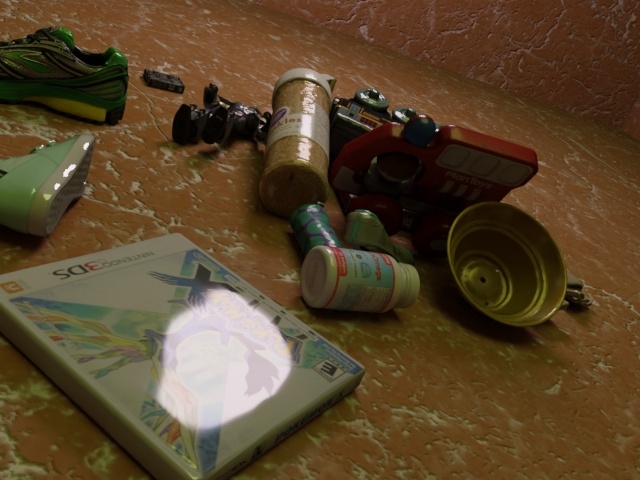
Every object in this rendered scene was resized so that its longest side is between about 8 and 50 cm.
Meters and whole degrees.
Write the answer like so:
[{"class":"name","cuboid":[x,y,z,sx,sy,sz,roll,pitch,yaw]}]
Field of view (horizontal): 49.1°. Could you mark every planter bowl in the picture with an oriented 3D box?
[{"class":"planter bowl","cuboid":[0.286,0.052,1.152,0.217,0.090,0.217,8,63,-16]}]

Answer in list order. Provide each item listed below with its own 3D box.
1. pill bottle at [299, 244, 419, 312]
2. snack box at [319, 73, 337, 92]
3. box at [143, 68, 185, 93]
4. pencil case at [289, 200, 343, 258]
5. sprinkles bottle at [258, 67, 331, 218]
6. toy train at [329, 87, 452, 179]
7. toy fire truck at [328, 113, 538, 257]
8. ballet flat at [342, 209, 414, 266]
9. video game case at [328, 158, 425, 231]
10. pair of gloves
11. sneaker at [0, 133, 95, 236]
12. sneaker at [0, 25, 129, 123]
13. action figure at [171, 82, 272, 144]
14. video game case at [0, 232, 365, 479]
[{"class":"pill bottle","cuboid":[0.058,0.058,0.994,0.160,0.087,0.087,7,28,-30]},{"class":"snack box","cuboid":[-0.022,-0.318,1.636,0.037,0.141,0.100,32,26,20]},{"class":"box","cuboid":[-0.357,-0.364,1.599,0.083,0.018,0.067,7,28,-30]},{"class":"pencil case","cuboid":[0.000,0.000,1.093,0.070,0.064,0.152,15,25,-24]},{"class":"sprinkles bottle","cuboid":[-0.040,-0.190,1.298,0.121,0.121,0.355,17,37,-12]},{"class":"toy train","cuboid":[0.156,-0.194,1.453,0.333,0.142,0.190,25,36,0]},{"class":"toy fire truck","cuboid":[0.182,-0.117,1.204,0.302,0.254,0.169,16,57,-12]},{"class":"ballet flat","cuboid":[0.088,0.023,1.096,0.072,0.068,0.213,7,-20,29]},{"class":"video game case","cuboid":[0.128,-0.095,1.425,0.210,0.042,0.232,14,25,-18]},{"class":"pair of gloves","cuboid":[0.386,0.071,1.302,0.204,0.042,0.240,35,25,34]},{"class":"sneaker","cuboid":[-0.396,-0.100,0.931,0.151,0.094,0.256,15,24,-8]},{"class":"sneaker","cuboid":[-0.507,-0.320,1.229,0.343,0.146,0.134,9,27,-26]},{"class":"action figure","cuboid":[-0.179,-0.248,1.420,0.185,0.099,0.285,22,20,11]},{"class":"video game case","cuboid":[-0.154,0.107,0.776,0.329,0.036,0.300,34,27,23]}]
